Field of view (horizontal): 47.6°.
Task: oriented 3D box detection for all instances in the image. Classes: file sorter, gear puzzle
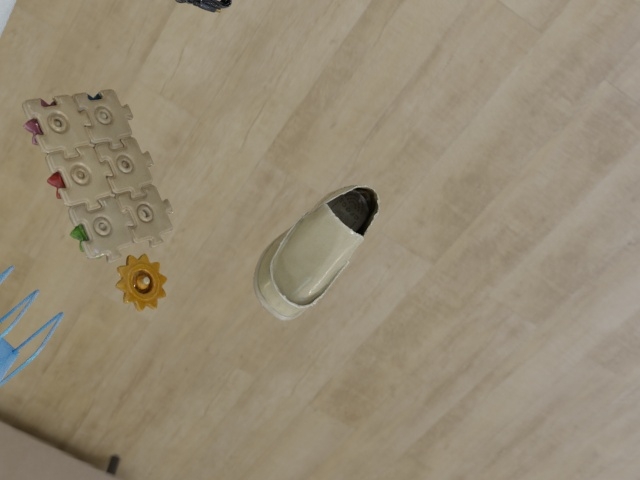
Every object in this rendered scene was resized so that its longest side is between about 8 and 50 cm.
[{"bbox_3d":[-0.387,0.075,0.799,0.104,0.118,0.170,-37,108,12],"label":"file sorter"},{"bbox_3d":[-0.309,-0.055,1.072,0.044,0.175,0.339,-21,92,40],"label":"gear puzzle"}]

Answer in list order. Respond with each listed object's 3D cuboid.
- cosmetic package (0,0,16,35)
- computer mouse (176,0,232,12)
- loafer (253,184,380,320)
[{"bbox_3d":[-0.400,-0.373,0.764,0.097,0.378,0.284,-1,165,-34],"label":"cosmetic package"},{"bbox_3d":[-0.180,-0.443,1.089,0.042,0.106,0.193,-9,85,42],"label":"computer mouse"},{"bbox_3d":[0.000,0.000,1.020,0.102,0.268,0.092,41,140,-7],"label":"loafer"}]
